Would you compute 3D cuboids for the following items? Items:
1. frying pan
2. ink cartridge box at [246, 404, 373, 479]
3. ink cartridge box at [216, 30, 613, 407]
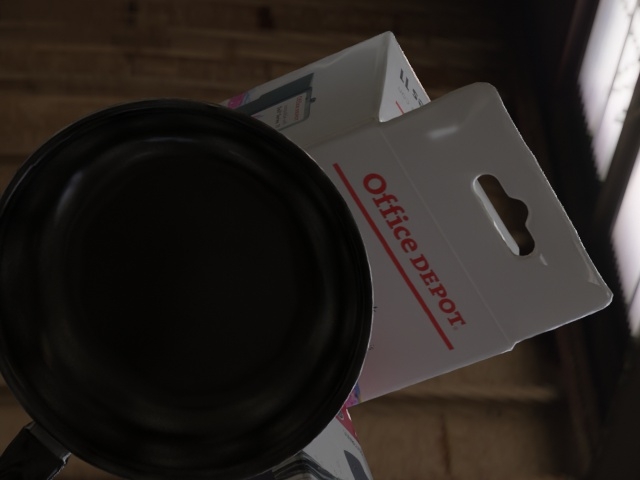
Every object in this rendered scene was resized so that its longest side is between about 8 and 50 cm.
[{"bbox_3d":[-0.091,0.085,0.931,0.197,0.326,0.053,20,-165,3],"label":"frying pan"},{"bbox_3d":[-0.025,0.169,1.113,0.100,0.172,0.237,-28,-125,9],"label":"ink cartridge box"},{"bbox_3d":[0.000,0.000,1.260,0.353,0.207,0.119,-21,-149,21],"label":"ink cartridge box"}]
